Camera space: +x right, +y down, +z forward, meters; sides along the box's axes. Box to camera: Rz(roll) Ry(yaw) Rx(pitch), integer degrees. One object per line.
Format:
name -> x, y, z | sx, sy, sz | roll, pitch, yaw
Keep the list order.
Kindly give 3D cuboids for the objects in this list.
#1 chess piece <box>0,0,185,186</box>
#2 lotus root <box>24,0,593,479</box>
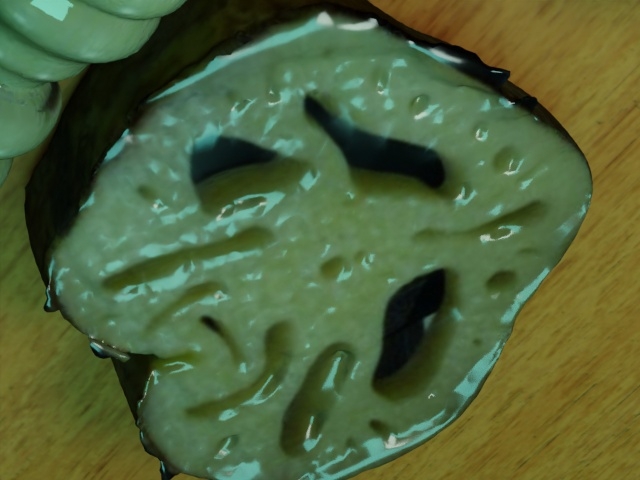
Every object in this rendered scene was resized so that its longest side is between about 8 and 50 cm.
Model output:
chess piece -> -0.188, -0.107, 0.770 | 0.133, 0.133, 0.243 | 28, 123, -30
lotus root -> 0.000, 0.000, 0.904 | 0.375, 0.111, 0.390 | -14, 126, -4
